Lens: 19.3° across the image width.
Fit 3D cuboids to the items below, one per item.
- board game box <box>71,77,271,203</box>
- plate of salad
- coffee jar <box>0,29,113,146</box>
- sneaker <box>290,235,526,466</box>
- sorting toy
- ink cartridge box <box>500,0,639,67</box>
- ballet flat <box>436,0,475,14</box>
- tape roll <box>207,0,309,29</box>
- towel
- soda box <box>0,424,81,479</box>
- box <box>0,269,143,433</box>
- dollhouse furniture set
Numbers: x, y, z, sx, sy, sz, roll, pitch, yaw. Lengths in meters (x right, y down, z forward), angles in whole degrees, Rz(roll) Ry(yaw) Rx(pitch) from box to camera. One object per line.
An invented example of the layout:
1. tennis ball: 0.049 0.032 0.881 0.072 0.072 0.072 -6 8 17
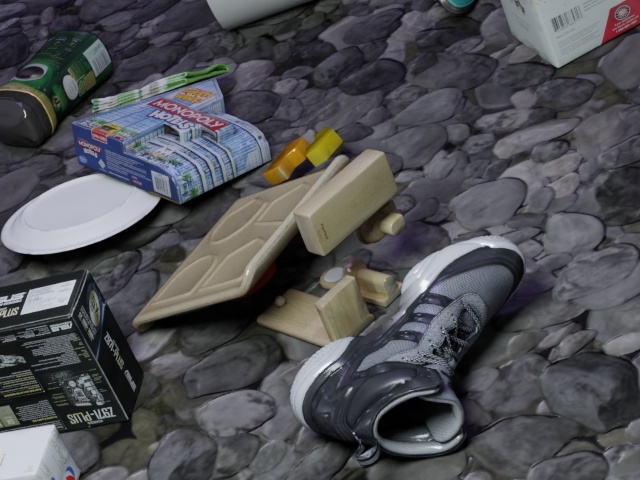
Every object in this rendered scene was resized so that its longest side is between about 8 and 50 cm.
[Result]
1. board game box: -0.161 -0.128 2.262 0.194 0.060 0.194 21 39 41
2. plate of salad: -0.279 -0.026 2.232 0.200 0.048 0.200 -13 25 6
3. coffee jar: -0.363 -0.201 2.507 0.096 0.079 0.184 7 42 35
4. sneaker: 0.111 0.111 1.753 0.268 0.101 0.153 -37 35 -11
5. sorting toy: -0.056 -0.020 2.037 0.229 0.041 0.307 -23 23 50
6. ink cartridge box: 0.276 -0.320 2.191 0.128 0.176 0.127 -28 33 -7
7. ballet flat: 0.170 -0.344 2.405 0.074 0.074 0.203 -6 43 25
8. tape roll: -0.088 -0.420 2.501 0.169 0.246 0.246 -19 33 6
9. towel: -0.204 -0.195 2.393 0.152 0.023 0.113 -16 5 30
10. soda box: -0.353 0.245 1.870 0.216 0.069 0.074 -11 34 19
11. box: -0.296 0.123 1.938 0.180 0.147 0.077 -12 34 18
12. dollhouse furniture set: 0.000 0.000 1.928 0.123 0.151 0.144 16 48 45
